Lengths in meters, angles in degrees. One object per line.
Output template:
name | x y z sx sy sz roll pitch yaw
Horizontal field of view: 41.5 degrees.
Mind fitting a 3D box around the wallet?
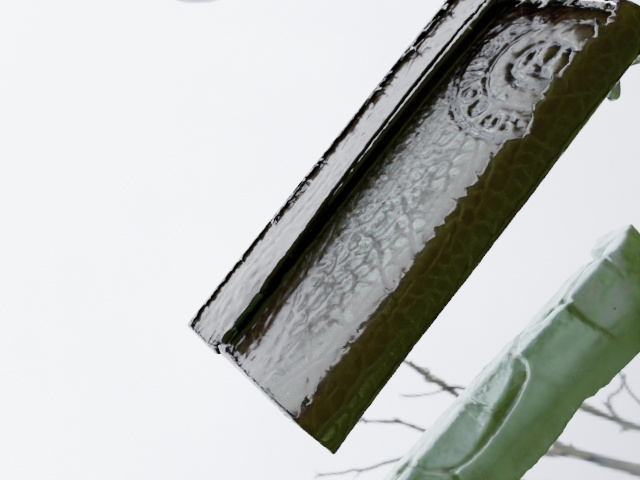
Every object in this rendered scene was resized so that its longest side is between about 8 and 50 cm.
wallet | 0.039 -0.028 0.412 0.243 0.133 0.039 -50 -53 -7

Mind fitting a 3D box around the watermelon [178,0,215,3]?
watermelon | -0.162 -0.426 1.088 0.242 0.242 0.242 0 -90 -46

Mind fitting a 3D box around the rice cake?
rice cake | 0.104 0.132 0.541 0.066 0.063 0.336 41 -90 3

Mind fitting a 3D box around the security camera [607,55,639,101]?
security camera | 0.276 -0.151 0.688 0.058 0.092 0.058 26 -121 -54
